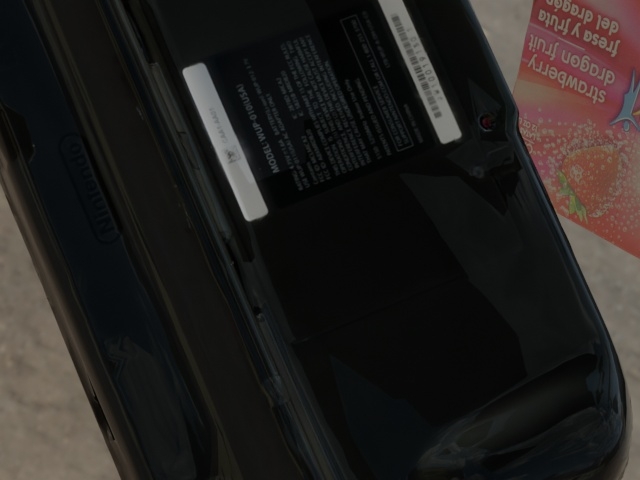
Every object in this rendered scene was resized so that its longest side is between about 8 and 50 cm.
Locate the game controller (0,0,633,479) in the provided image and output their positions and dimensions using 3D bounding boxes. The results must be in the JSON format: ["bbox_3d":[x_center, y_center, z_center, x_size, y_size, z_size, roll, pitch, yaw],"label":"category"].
[{"bbox_3d":[-0.020,-0.034,0.526,0.166,0.067,0.319,-21,83,-20],"label":"game controller"}]

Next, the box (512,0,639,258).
[{"bbox_3d":[0.252,-0.045,0.803,0.154,0.142,0.300,-11,31,-39],"label":"box"}]
